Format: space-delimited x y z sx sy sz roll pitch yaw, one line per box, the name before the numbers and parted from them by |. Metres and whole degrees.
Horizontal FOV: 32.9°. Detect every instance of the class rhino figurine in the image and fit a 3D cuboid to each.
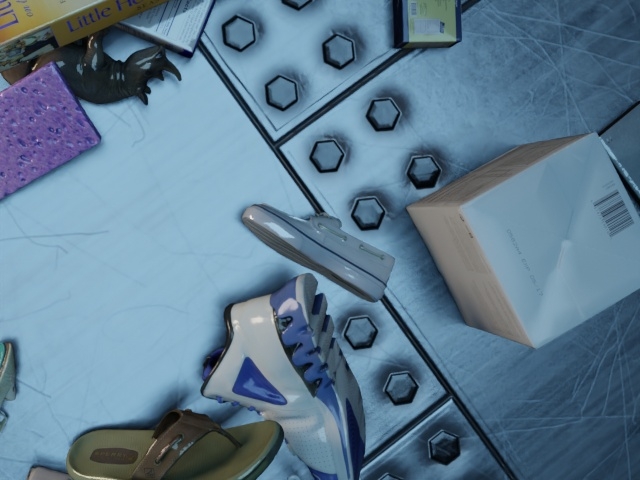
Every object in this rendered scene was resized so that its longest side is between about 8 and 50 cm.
rhino figurine | -0.302 -0.232 1.413 0.243 0.073 0.106 8 110 -10

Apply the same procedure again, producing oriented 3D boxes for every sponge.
sponge | -0.398 -0.128 1.386 0.210 0.031 0.117 -29 111 6

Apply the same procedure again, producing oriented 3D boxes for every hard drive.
hard drive | 0.470 -0.122 1.569 0.094 0.022 0.135 -39 97 -6

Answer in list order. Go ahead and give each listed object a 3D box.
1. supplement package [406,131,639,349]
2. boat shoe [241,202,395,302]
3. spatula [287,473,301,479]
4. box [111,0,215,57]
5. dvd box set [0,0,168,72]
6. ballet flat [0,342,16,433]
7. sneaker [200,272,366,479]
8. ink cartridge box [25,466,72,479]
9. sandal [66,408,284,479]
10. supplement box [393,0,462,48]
supplement package | 0.270 -0.005 1.418 0.198 0.262 0.199 -29 96 -8
boat shoe | 0.000 0.000 1.476 0.226 0.083 0.076 33 74 -20
spatula | -0.034 0.433 1.478 0.168 0.019 0.242 -30 112 -2
box | -0.209 -0.325 1.427 0.137 0.072 0.126 22 87 -9
dvd box set | -0.273 -0.418 1.359 0.420 0.062 0.308 -26 69 -8
ballet flat | -0.431 0.213 1.425 0.052 0.057 0.168 25 91 -37
sneaker | -0.056 0.197 1.451 0.182 0.127 0.316 -10 112 17
ink cartridge box | -0.342 0.418 1.420 0.148 0.086 0.203 17 90 -9
sandal | -0.195 0.265 1.373 0.302 0.120 0.086 -5 122 16
supplement box | 0.147 -0.310 1.493 0.083 0.056 0.083 -2 92 -9
